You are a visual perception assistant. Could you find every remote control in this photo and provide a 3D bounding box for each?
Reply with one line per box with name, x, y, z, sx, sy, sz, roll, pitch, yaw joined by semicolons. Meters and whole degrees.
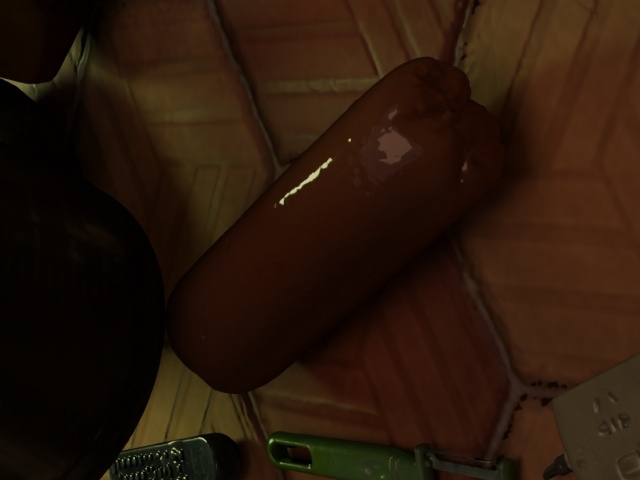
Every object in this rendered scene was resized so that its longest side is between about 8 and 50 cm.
remote control;-0.100;0.156;1.141;0.152;0.027;0.044;-19;86;52

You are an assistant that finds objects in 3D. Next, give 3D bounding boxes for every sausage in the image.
sausage;0.000;0.001;0.948;0.289;0.086;0.086;-42;63;45

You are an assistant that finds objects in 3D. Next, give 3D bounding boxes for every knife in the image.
knife;0.037;0.139;0.979;0.212;0.015;0.054;2;105;50

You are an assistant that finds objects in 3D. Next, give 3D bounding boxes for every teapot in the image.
teapot;-0.237;-0.003;0.993;0.239;0.239;0.322;-1;68;30

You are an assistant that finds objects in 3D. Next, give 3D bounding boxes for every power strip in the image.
power strip;0.179;0.070;0.780;0.252;0.027;0.060;-37;67;47

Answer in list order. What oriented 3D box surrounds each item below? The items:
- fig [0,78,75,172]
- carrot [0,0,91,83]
fig;-0.310;-0.018;1.212;0.203;0.235;0.203;19;113;51
carrot;-0.193;-0.259;1.132;0.114;0.114;0.302;31;117;45
